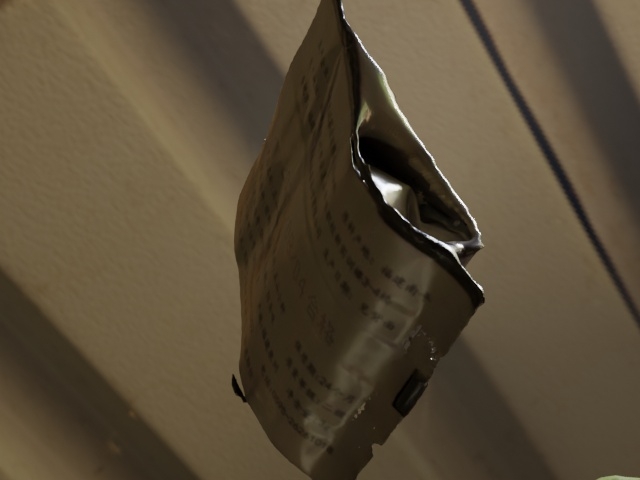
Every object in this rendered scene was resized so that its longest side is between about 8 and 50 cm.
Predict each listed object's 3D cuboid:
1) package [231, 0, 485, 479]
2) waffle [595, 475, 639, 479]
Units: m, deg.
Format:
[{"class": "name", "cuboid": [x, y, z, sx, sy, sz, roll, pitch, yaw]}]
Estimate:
[{"class": "package", "cuboid": [0.000, 0.000, 0.895, 0.062, 0.251, 0.204, 2, -42, -29]}, {"class": "waffle", "cuboid": [0.135, 0.149, 0.393, 0.208, 0.214, 0.054, -18, -13, 9]}]
